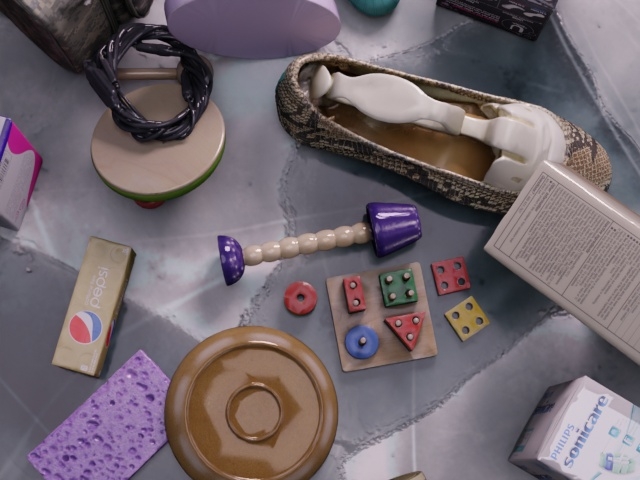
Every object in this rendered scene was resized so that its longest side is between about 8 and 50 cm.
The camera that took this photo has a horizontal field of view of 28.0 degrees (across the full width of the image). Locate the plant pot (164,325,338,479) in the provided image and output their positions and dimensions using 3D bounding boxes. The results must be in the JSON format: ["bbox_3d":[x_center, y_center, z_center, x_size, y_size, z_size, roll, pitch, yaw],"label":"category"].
[{"bbox_3d":[-0.089,0.230,1.707,0.236,0.032,0.236,2,81,-10],"label":"plant pot"}]

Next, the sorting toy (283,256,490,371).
[{"bbox_3d":[0.093,0.101,1.745,0.274,0.046,0.132,-10,81,-4],"label":"sorting toy"}]

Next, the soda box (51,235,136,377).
[{"bbox_3d":[-0.304,0.090,1.729,0.061,0.058,0.181,15,81,1],"label":"soda box"}]

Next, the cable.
[{"bbox_3d":[-0.220,-0.209,1.717,0.150,0.047,0.184,-32,70,-24],"label":"cable"}]

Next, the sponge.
[{"bbox_3d":[-0.277,0.260,1.715,0.210,0.031,0.117,-43,85,-8],"label":"sponge"}]

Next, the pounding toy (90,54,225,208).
[{"bbox_3d":[-0.215,-0.131,1.759,0.183,0.110,0.237,-10,57,1],"label":"pounding toy"}]

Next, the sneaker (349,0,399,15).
[{"bbox_3d":[0.034,-0.449,1.761,0.108,0.121,0.302,-19,103,10],"label":"sneaker"}]

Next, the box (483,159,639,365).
[{"bbox_3d":[0.378,0.044,1.603,0.311,0.121,0.148,39,105,21],"label":"box"}]

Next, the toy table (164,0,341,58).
[{"bbox_3d":[-0.097,-0.358,1.728,0.252,0.274,0.161,-21,72,30],"label":"toy table"}]

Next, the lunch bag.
[{"bbox_3d":[-0.320,-0.394,1.686,0.212,0.305,0.256,42,83,5],"label":"lunch bag"}]

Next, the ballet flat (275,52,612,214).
[{"bbox_3d":[0.170,-0.145,1.720,0.483,0.182,0.164,16,80,1],"label":"ballet flat"}]

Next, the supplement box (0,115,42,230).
[{"bbox_3d":[-0.448,-0.095,1.674,0.114,0.220,0.111,16,80,2],"label":"supplement box"}]

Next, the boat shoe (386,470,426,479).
[{"bbox_3d":[0.022,0.408,1.665,0.302,0.113,0.103,-31,84,4],"label":"boat shoe"}]

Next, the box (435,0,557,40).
[{"bbox_3d":[0.279,-0.432,1.793,0.163,0.142,0.247,21,79,3],"label":"box"}]

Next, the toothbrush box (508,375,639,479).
[{"bbox_3d":[0.410,0.303,1.635,0.295,0.216,0.126,32,81,3],"label":"toothbrush box"}]

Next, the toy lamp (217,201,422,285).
[{"bbox_3d":[0.000,0.000,1.745,0.275,0.080,0.080,-10,81,-2],"label":"toy lamp"}]
